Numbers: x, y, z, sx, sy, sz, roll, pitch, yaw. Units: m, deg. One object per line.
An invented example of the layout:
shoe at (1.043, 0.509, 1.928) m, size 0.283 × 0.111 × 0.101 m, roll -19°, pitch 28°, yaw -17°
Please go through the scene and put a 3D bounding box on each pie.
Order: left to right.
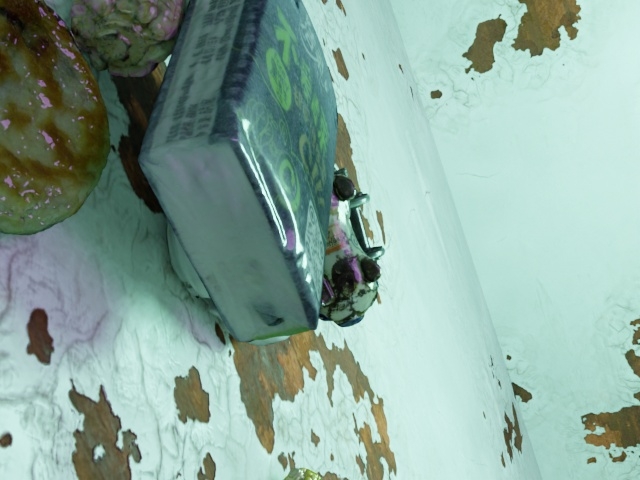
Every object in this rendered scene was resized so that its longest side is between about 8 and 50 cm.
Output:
pie at (-0.294, -0.144, 0.719) m, size 0.302 × 0.067 × 0.302 m, roll -17°, pitch 90°, yaw -71°

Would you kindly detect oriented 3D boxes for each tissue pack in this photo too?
tissue pack at (-0.070, -0.121, 0.940) m, size 0.394 × 0.124 × 0.288 m, roll -85°, pitch 160°, yaw -45°

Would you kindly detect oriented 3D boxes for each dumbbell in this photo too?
dumbbell at (0.077, -0.024, 1.628) m, size 0.081 × 0.082 × 0.253 m, roll -35°, pitch 110°, yaw -70°

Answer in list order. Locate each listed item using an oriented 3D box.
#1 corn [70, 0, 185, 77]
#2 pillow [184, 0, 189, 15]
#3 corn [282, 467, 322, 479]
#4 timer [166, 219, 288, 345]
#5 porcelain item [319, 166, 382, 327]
corn at (-0.219, -0.332, 0.987) m, size 0.126 × 0.127 × 0.335 m, roll 56°, pitch 26°, yaw -43°
pillow at (-0.145, -0.352, 1.240) m, size 0.326 × 0.101 × 0.228 m, roll 42°, pitch 41°, yaw -55°
corn at (-0.003, 0.402, 1.121) m, size 0.067 × 0.067 × 0.206 m, roll -62°, pitch 137°, yaw -63°
timer at (-0.113, 0.003, 1.076) m, size 0.262 × 0.087 × 0.237 m, roll 55°, pitch 27°, yaw -44°
porcelain item at (0.000, 0.000, 1.308) m, size 0.186 × 0.138 × 0.288 m, roll 172°, pitch -106°, yaw -80°
